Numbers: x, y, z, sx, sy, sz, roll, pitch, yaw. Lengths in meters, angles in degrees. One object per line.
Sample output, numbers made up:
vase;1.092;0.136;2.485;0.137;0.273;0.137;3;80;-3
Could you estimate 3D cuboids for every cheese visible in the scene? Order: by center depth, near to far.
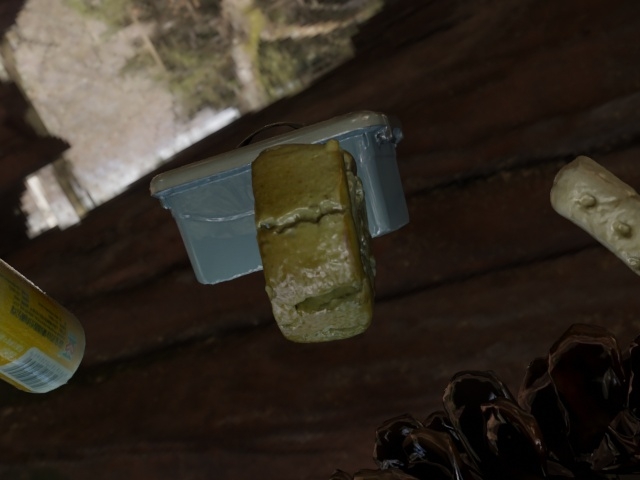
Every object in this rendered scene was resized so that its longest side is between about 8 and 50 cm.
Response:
cheese;0.309;-0.008;1.200;0.043;0.194;0.065;-26;152;-57

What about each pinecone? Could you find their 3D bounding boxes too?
pinecone;0.123;0.156;0.592;0.292;0.246;0.246;1;167;-36

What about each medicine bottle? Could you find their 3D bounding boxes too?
medicine bottle;-0.210;0.033;0.719;0.074;0.074;0.218;-29;154;1

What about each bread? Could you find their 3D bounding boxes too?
bread;0.000;0.000;0.732;0.064;0.117;0.156;-5;-177;4

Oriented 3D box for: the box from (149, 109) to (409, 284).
box;-0.028;-0.045;1.141;0.227;0.130;0.162;-17;180;14
